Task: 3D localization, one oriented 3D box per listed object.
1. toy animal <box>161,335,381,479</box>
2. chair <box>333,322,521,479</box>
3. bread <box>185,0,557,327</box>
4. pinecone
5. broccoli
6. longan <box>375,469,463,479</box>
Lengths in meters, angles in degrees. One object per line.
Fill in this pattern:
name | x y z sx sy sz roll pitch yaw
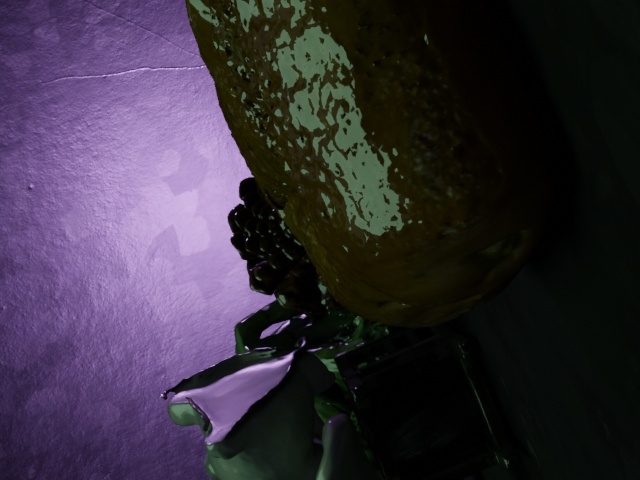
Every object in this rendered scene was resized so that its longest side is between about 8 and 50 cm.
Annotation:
toy animal | -0.030 0.240 1.646 0.249 0.174 0.289 47 164 52
chair | 0.107 0.179 1.620 0.270 0.136 0.147 -165 52 -86
bread | 0.011 -0.106 0.942 0.328 0.148 0.337 94 152 -83
pinecone | 0.002 -0.001 1.772 0.212 0.168 0.186 26 -142 -54
broccoli | 0.018 0.154 2.000 0.265 0.245 0.295 -144 44 -76
longan | 0.103 0.314 2.166 0.246 0.215 0.246 39 -168 -10
